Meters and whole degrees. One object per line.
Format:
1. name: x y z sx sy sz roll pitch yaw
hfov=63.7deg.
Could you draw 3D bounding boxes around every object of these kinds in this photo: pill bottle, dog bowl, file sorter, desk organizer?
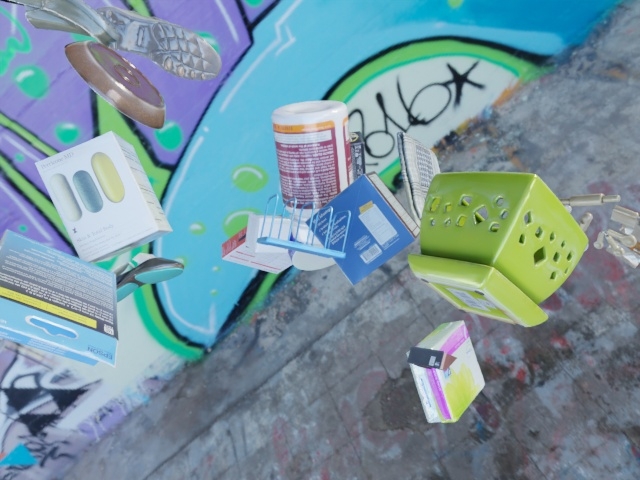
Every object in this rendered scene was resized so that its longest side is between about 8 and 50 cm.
1. pill bottle: -0.015 -0.205 1.554 0.223 0.393 0.224 -5 24 2
2. dog bowl: 0.000 0.000 1.942 0.264 0.265 0.104 -32 60 16
3. file sorter: -0.036 -0.028 1.096 0.118 0.170 0.105 173 108 -73
4. desk organizer: 0.289 0.310 1.337 0.130 0.050 0.047 -9 59 60

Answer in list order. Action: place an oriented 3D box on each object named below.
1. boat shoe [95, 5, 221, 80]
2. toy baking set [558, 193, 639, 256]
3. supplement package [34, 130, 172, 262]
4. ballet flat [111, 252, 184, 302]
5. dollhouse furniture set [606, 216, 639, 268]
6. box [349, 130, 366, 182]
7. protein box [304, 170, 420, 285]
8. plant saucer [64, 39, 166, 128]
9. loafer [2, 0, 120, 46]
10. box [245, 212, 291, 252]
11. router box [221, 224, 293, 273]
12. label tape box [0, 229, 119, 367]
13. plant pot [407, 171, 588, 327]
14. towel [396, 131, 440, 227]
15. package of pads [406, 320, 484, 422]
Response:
1. boat shoe: -0.405 -0.507 1.308 0.116 0.324 0.123 -97 31 -63
2. toy baking set: 0.720 -0.038 1.384 0.030 0.197 0.256 -37 24 -27
3. supplement package: -0.537 -0.102 1.309 0.199 0.263 0.198 -25 3 -6
4. ballet flat: -0.526 0.093 1.475 0.280 0.095 0.096 -23 66 7
5. dollhouse furniture set: 0.983 -0.050 1.453 0.261 0.259 0.135 -18 47 -33
6. box: 0.025 -0.223 2.047 0.317 0.395 0.097 -10 43 0
7. protein box: 0.110 -0.035 1.304 0.199 0.201 0.136 -39 -3 20
8. plant saucer: -0.290 -0.234 0.756 0.029 0.168 0.168 -42 37 13
9. loafer: -0.500 -0.431 0.972 0.088 0.251 0.094 -60 3 7
10. box: -0.148 -0.022 1.459 0.087 0.101 0.102 29 114 58
11. router box: -0.247 0.034 2.433 0.301 0.335 0.082 -31 54 38
12. label tape box: -0.542 0.138 1.018 0.115 0.249 0.348 -54 32 10
13. plant pot: 0.310 0.021 0.944 0.227 0.228 0.207 9 69 55
14. towel: 0.344 -0.169 1.662 0.056 0.312 0.325 -13 78 28
15. package of pads: 0.388 0.394 1.559 0.101 0.296 0.229 -19 89 36
